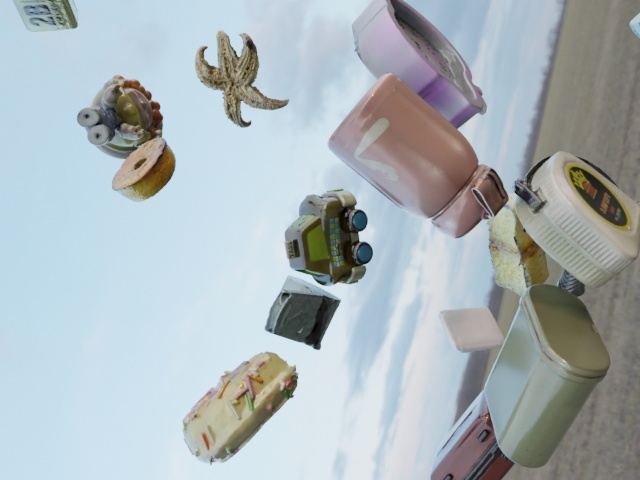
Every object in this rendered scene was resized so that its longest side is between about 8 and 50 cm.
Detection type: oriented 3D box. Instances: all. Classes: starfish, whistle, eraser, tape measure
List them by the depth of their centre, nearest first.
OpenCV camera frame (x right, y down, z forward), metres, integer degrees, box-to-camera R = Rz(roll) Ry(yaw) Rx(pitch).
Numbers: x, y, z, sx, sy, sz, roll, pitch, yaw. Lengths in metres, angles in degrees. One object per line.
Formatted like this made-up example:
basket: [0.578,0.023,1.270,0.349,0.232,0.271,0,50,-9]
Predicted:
tape measure: [0.452,-0.055,1.410,0.133,0.231,0.271,-49,-3,37]
eraser: [-0.596,-0.517,1.693,0.172,0.117,0.058,109,156,-73]
starfish: [-0.180,-0.353,1.772,0.071,0.216,0.238,-67,-12,-46]
whistle: [-0.052,0.222,2.355,0.405,0.188,0.168,-57,-8,-88]

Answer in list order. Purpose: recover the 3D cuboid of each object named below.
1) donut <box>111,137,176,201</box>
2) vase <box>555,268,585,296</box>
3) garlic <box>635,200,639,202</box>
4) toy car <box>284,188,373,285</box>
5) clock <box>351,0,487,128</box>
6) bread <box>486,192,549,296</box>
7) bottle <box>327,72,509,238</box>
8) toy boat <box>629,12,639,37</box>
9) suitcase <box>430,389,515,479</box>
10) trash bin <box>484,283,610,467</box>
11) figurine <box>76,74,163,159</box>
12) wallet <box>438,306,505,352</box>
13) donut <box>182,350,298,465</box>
donut: [-0.345,-0.136,1.559,0.058,0.152,0.151,48,-133,-33]
vase: [0.680,0.033,2.068,0.115,0.116,0.237,-59,-25,-54]
garlic: [0.770,-0.057,2.073,0.066,0.152,0.084,-100,9,-78]
toy car: [0.000,0.000,2.027,0.204,0.198,0.247,2,101,63]
clock: [0.214,-0.377,1.691,0.102,0.338,0.338,-42,4,27]
bread: [0.530,0.009,2.108,0.178,0.142,0.265,-98,-8,-73]
bottle: [0.174,-0.136,1.346,0.173,0.297,0.206,-49,3,-15]
toy boat: [0.892,-0.499,1.836,0.133,0.332,0.145,-118,30,-82]
suitcase: [0.446,0.575,2.193,0.297,0.161,0.236,-58,-6,20]
trash bin: [0.393,0.240,1.415,0.243,0.121,0.247,-90,15,-57]
figurine: [-0.566,-0.332,2.097,0.224,0.205,0.382,63,-170,3]
wallet: [0.390,0.230,2.039,0.032,0.183,0.124,-53,50,44]
donut: [-0.215,0.417,1.970,0.307,0.150,0.371,-46,1,-21]
